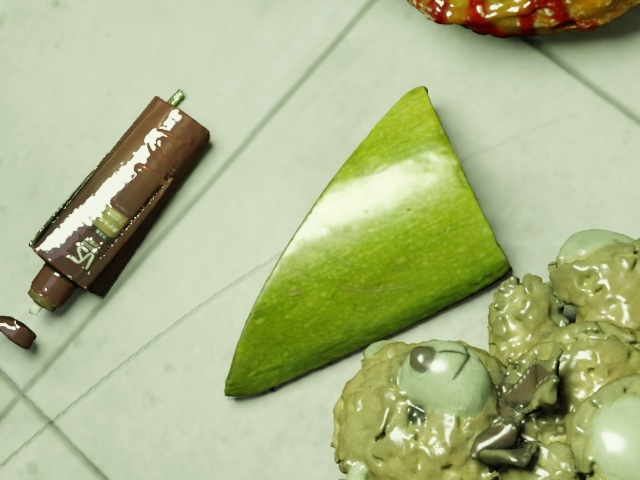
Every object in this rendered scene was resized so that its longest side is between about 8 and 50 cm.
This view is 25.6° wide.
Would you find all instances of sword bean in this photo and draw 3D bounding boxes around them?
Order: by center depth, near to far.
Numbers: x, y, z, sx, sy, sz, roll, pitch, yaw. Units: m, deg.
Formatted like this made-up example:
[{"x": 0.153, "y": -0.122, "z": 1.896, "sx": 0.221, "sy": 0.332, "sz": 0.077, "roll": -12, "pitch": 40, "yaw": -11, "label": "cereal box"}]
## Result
[{"x": -0.145, "y": -0.097, "z": 1.213, "sx": 0.012, "sy": 0.012, "sz": 0.083, "roll": 36, "pitch": 87, "yaw": 21, "label": "sword bean"}]

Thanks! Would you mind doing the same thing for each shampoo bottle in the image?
[{"x": -0.186, "y": -0.013, "z": 1.170, "sx": 0.068, "sy": 0.067, "sz": 0.236, "roll": 35, "pitch": 86, "yaw": 12, "label": "shampoo bottle"}]

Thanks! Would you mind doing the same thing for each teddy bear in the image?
[{"x": 0.130, "y": 0.119, "z": 1.006, "sx": 0.256, "sy": 0.156, "sz": 0.267, "roll": -5, "pitch": 34, "yaw": 12, "label": "teddy bear"}]

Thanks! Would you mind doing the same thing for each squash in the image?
[{"x": 0.000, "y": 0.000, "z": 1.104, "sx": 0.252, "sy": 0.093, "sz": 0.169, "roll": -25, "pitch": 72, "yaw": 6, "label": "squash"}]

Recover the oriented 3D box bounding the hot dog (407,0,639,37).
[{"x": 0.101, "y": -0.300, "z": 1.112, "sx": 0.405, "sy": 0.185, "sz": 0.223, "roll": 39, "pitch": 86, "yaw": 21, "label": "hot dog"}]
